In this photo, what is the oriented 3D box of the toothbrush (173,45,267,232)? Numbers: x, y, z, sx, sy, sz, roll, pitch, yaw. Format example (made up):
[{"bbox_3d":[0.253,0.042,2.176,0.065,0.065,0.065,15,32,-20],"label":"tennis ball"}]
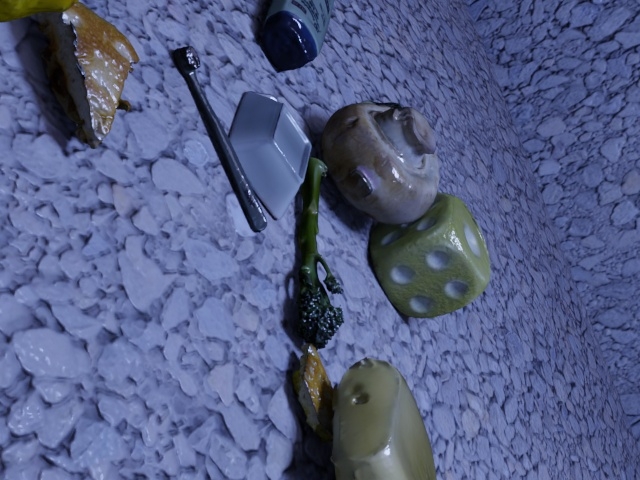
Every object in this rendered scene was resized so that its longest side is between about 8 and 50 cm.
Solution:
[{"bbox_3d":[-0.145,-0.149,1.888,0.030,0.030,0.297,-28,97,-42],"label":"toothbrush"}]

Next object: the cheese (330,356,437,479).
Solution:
[{"bbox_3d":[0.104,0.348,1.806,0.259,0.128,0.316,-71,149,-54],"label":"cheese"}]

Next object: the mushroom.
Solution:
[{"bbox_3d":[0.113,-0.140,2.251,0.255,0.184,0.255,45,27,-31],"label":"mushroom"}]

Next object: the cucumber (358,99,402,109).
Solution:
[{"bbox_3d":[0.126,-0.258,2.599,0.058,0.052,0.214,40,17,11],"label":"cucumber"}]

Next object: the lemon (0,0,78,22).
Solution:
[{"bbox_3d":[-0.352,-0.372,1.334,0.310,0.253,0.253,61,22,-7],"label":"lemon"}]

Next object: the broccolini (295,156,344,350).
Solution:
[{"bbox_3d":[0.002,0.004,1.998,0.079,0.074,0.392,100,-5,-48],"label":"broccolini"}]

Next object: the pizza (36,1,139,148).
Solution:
[{"bbox_3d":[-0.286,-0.194,1.553,0.154,0.069,0.194,34,45,-54],"label":"pizza"}]

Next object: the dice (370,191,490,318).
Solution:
[{"bbox_3d":[0.201,0.027,2.325,0.166,0.169,0.169,58,23,-24],"label":"dice"}]

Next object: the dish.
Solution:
[{"bbox_3d":[-0.067,-0.157,2.027,0.154,0.064,0.234,55,23,-26],"label":"dish"}]

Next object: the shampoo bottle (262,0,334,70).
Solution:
[{"bbox_3d":[-0.032,-0.415,2.345,0.134,0.078,0.359,60,22,-26],"label":"shampoo bottle"}]

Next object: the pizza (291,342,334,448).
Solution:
[{"bbox_3d":[-0.007,0.226,1.825,0.099,0.035,0.160,-1,69,-67],"label":"pizza"}]
